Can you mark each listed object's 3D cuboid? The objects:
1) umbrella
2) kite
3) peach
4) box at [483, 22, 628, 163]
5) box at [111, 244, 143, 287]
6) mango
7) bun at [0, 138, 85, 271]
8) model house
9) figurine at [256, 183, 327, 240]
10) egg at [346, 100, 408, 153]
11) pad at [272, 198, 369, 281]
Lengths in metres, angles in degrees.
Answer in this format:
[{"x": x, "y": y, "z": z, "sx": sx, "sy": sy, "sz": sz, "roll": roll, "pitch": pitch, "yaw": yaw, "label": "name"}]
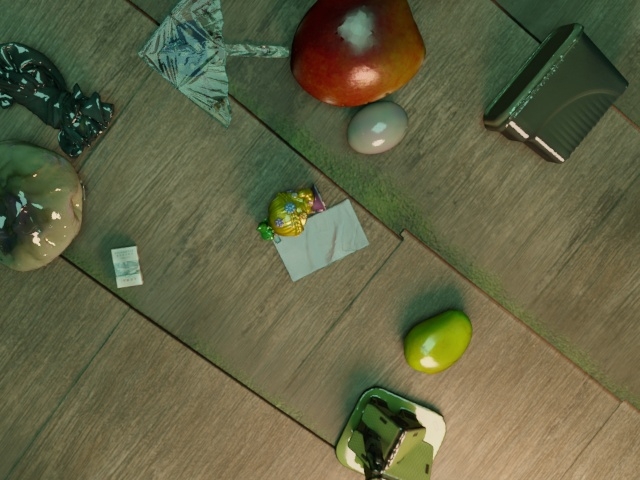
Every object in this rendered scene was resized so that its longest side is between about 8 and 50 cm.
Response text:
[{"x": -0.587, "y": -0.309, "z": 1.679, "sx": 0.348, "sy": 0.094, "sz": 0.143, "roll": 36, "pitch": 89, "yaw": -6, "label": "umbrella"}, {"x": -0.221, "y": -0.398, "z": 1.738, "sx": 0.314, "sy": 0.011, "sz": 0.336, "roll": -3, "pitch": 98, "yaw": -4, "label": "kite"}, {"x": 0.061, "y": -0.398, "z": 1.679, "sx": 0.274, "sy": 0.245, "sz": 0.249, "roll": -30, "pitch": 69, "yaw": 11, "label": "peach"}, {"x": 0.494, "y": -0.295, "z": 1.752, "sx": 0.178, "sy": 0.138, "sz": 0.274, "roll": 39, "pitch": 93, "yaw": -13, "label": "box"}, {"x": -0.409, "y": 0.055, "z": 1.774, "sx": 0.054, "sy": 0.024, "sz": 0.083, "roll": -9, "pitch": 98, "yaw": -5, "label": "box"}, {"x": 0.259, "y": 0.224, "z": 1.818, "sx": 0.163, "sy": 0.089, "sz": 0.117, "roll": -24, "pitch": 99, "yaw": -2, "label": "mango"}, {"x": -0.611, "y": -0.072, "z": 1.672, "sx": 0.272, "sy": 0.168, "sz": 0.273, "roll": 0, "pitch": 102, "yaw": 1, "label": "bun"}, {"x": 0.165, "y": 0.463, "z": 1.749, "sx": 0.218, "sy": 0.279, "sz": 0.205, "roll": 23, "pitch": 96, "yaw": -6, "label": "model house"}, {"x": -0.068, "y": -0.060, "z": 1.743, "sx": 0.156, "sy": 0.115, "sz": 0.095, "roll": -26, "pitch": 71, "yaw": 4, "label": "figurine"}, {"x": 0.118, "y": -0.234, "z": 1.740, "sx": 0.135, "sy": 0.103, "sz": 0.103, "roll": -27, "pitch": 99, "yaw": 0, "label": "egg"}, {"x": 0.000, "y": 0.000, "z": 1.810, "sx": 0.187, "sy": 0.006, "sz": 0.113, "roll": -26, "pitch": 98, "yaw": -3, "label": "pad"}]
